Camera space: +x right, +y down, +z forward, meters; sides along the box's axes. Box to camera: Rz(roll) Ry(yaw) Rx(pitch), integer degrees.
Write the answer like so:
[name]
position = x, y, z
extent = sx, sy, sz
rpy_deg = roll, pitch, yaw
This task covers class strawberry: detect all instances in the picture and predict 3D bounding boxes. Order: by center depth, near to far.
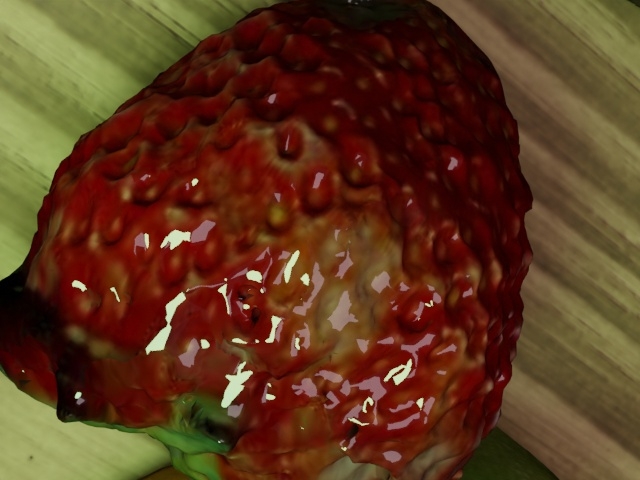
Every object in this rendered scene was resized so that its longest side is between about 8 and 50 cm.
[strawberry]
position = -0.003, 0.008, 0.908
extent = 0.292, 0.292, 0.310
rpy_deg = 38, 97, -28

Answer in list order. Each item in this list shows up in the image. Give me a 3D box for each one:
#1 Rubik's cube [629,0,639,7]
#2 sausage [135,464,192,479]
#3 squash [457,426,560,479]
[Rubik's cube]
position = 0.270, -0.246, 0.958
extent = 0.221, 0.225, 0.231
rpy_deg = 27, 94, -28
[sausage]
position = -0.169, 0.242, 1.015
extent = 0.274, 0.105, 0.105
rpy_deg = -32, 116, -10
[squash]
position = 0.084, 0.245, 0.999
extent = 0.233, 0.309, 0.210
rpy_deg = -47, 118, -2
